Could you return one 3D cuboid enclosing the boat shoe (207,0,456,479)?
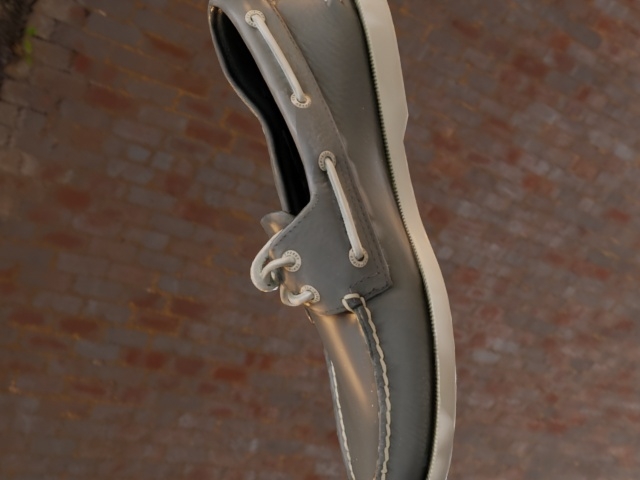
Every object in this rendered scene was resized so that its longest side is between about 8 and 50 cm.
[{"bbox_3d":[0.000,0.000,0.670,0.099,0.116,0.319,-5,-100,-21],"label":"boat shoe"}]
